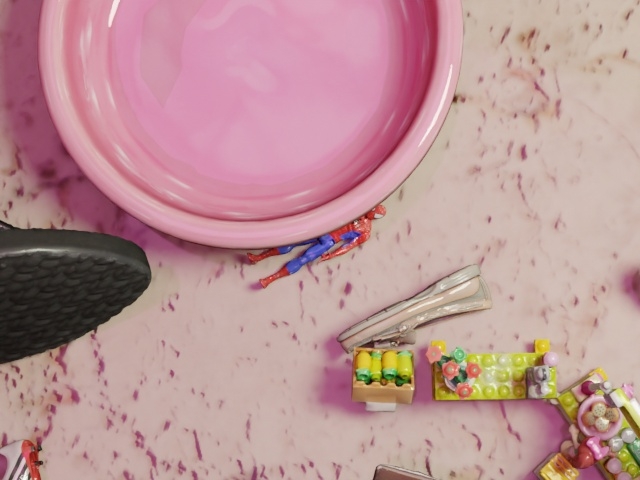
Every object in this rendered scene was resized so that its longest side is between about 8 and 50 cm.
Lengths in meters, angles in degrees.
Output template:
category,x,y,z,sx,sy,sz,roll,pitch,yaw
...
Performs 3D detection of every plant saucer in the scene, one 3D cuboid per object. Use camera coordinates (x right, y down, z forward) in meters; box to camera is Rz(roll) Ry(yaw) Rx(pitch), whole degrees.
category,x,y,z,sx,sy,sz,roll,pitch,yaw
plant saucer,-0.053,-0.154,1.104,0.332,0.084,0.332,-1,83,6

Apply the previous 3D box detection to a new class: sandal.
category,x,y,z,sx,sy,sz,roll,pitch,yaw
sandal,-0.355,0.042,1.071,0.445,0.167,0.107,-14,64,3

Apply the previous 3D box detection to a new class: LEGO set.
category,x,y,z,sx,sy,sz,roll,pitch,yaw
LEGO set,0.162,0.133,1.026,0.287,0.107,0.132,34,84,3

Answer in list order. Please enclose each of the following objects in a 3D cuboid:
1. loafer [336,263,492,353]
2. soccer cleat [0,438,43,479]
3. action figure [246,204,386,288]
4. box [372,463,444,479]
category,x,y,z,sx,sy,sz,roll,pitch,yaw
loafer,0.075,0.062,1.086,0.125,0.045,0.039,-28,88,-2
soccer cleat,-0.235,0.199,1.102,0.035,0.029,0.083,-12,78,12
action figure,0.000,0.000,1.108,0.115,0.030,0.038,-26,76,-1
box,0.088,0.289,0.966,0.167,0.168,0.203,15,66,6
